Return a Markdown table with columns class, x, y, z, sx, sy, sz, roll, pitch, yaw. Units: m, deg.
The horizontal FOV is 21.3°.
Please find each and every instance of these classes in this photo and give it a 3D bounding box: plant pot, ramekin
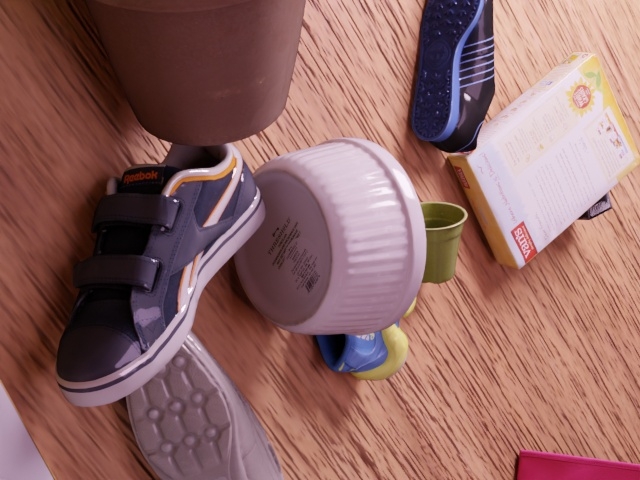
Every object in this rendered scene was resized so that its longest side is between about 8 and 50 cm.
| class | x | y | z | sx | sy | sz | roll | pitch | yaw |
| --- | --- | --- | --- | --- | --- | --- | --- | --- | --- |
| plant pot | -0.110 | -0.221 | 1.591 | 0.263 | 0.263 | 0.229 | -42 | 138 | -41 |
| ramekin | 0.000 | 0.000 | 1.741 | 0.109 | 0.207 | 0.207 | -8 | 97 | -40 |
| plant pot | 0.131 | 0.006 | 1.995 | 0.083 | 0.083 | 0.079 | -30 | 126 | -45 |

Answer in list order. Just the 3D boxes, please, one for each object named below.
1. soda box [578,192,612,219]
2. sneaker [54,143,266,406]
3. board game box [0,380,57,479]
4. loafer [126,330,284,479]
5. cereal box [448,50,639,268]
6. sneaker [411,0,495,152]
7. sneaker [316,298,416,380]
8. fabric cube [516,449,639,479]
| class | x | y | z | sx | sy | sz | roll | pitch | yaw |
| --- | --- | --- | --- | --- | --- | --- | --- | --- | --- |
| soda box | 0.333 | -0.114 | 2.234 | 0.053 | 0.060 | 0.169 | -25 | 109 | -43 |
| sneaker | -0.168 | 0.011 | 1.600 | 0.321 | 0.126 | 0.127 | -59 | 136 | -43 |
| board game box | -0.373 | 0.161 | 1.404 | 0.242 | 0.064 | 0.317 | -45 | 123 | -39 |
| loafer | -0.108 | 0.208 | 1.703 | 0.111 | 0.112 | 0.320 | -88 | 159 | -65 |
| cereal box | 0.285 | -0.102 | 2.135 | 0.240 | 0.047 | 0.173 | -38 | 118 | -22 |
| sneaker | 0.171 | -0.219 | 2.033 | 0.090 | 0.081 | 0.232 | 19 | 83 | -51 |
| sneaker | 0.047 | 0.040 | 1.878 | 0.126 | 0.091 | 0.240 | -3 | 94 | -49 |
| fabric cube | 0.407 | 0.422 | 2.185 | 0.259 | 0.254 | 0.258 | 18 | 77 | -49 |
